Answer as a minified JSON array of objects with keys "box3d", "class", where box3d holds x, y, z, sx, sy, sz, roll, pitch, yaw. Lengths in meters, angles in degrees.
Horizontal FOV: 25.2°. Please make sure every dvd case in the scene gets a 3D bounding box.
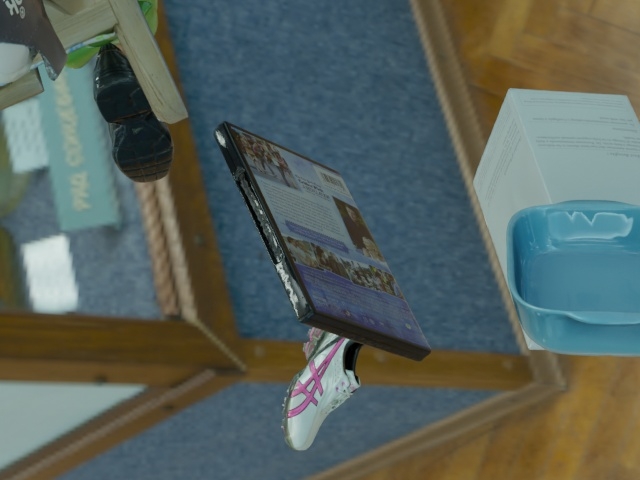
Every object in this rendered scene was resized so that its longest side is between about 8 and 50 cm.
[{"box3d":[0.000,0.000,1.395,0.022,0.180,0.253,-44,50,23],"class":"dvd case"}]

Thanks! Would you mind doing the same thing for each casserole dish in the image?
[{"box3d":[0.169,0.023,0.862,0.114,0.188,0.037,1,113,6],"class":"casserole dish"}]

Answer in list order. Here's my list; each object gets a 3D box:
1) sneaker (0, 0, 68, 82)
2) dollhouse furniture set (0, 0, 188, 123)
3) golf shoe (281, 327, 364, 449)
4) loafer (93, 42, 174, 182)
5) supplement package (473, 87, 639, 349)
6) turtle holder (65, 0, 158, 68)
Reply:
[{"box3d":[-0.122,-0.127,0.460,0.235,0.153,0.094,-40,16,32],"class":"sneaker"},{"box3d":[-0.292,-0.100,0.927,0.362,0.256,0.394,-24,39,-3],"class":"dollhouse furniture set"},{"box3d":[0.006,0.196,1.919,0.086,0.067,0.186,15,81,29],"class":"golf shoe"},{"box3d":[-0.180,-0.121,1.384,0.170,0.062,0.061,84,173,-55],"class":"loafer"},{"box3d":[0.195,-0.017,1.078,0.105,0.105,0.179,107,159,-43],"class":"supplement package"},{"box3d":[-0.269,-0.283,1.297,0.227,0.320,0.243,-8,94,15],"class":"turtle holder"}]
